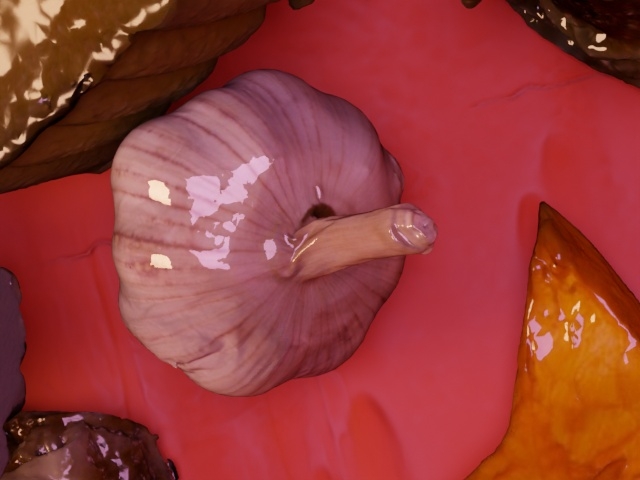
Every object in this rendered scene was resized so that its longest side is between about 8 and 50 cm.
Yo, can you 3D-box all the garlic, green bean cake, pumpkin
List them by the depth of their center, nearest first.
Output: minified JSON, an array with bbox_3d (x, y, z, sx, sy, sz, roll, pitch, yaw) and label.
[{"bbox_3d":[0.000,0.000,1.052,0.199,0.226,0.199,-4,96,-38],"label":"garlic"},{"bbox_3d":[0.160,0.162,1.067,0.258,0.095,0.290,32,88,35],"label":"pumpkin"},{"bbox_3d":[-0.149,-0.203,1.076,0.310,0.202,0.285,-32,80,36],"label":"green bean cake"}]

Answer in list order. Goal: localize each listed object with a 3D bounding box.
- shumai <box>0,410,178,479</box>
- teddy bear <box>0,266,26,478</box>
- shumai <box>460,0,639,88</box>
[{"bbox_3d":[-0.155,0.168,1.112,0.145,0.116,0.145,0,84,4],"label":"shumai"},{"bbox_3d":[-0.265,0.031,1.096,0.144,0.251,0.171,-6,111,-34],"label":"teddy bear"},{"bbox_3d":[0.207,-0.225,1.022,0.330,0.288,0.292,38,89,8],"label":"shumai"}]
